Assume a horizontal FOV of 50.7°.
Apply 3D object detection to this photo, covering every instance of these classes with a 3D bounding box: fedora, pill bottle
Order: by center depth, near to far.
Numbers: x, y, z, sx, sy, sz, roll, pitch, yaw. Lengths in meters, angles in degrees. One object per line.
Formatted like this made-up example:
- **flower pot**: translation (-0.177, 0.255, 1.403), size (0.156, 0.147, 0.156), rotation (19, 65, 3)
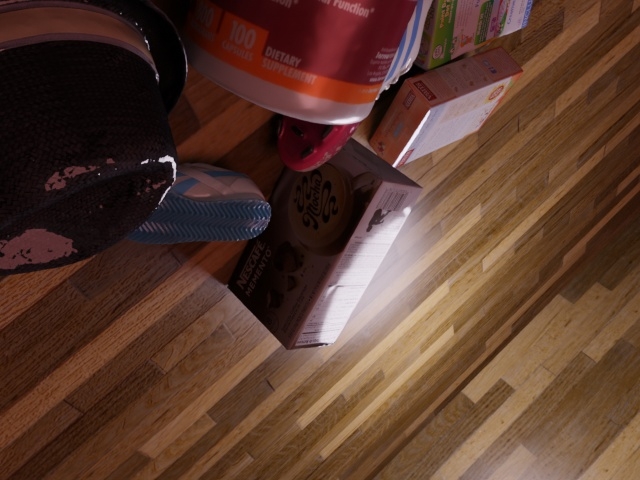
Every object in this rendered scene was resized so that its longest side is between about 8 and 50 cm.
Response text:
- **fedora**: translation (-0.252, -0.070, 0.595), size (0.334, 0.152, 0.334), rotation (-27, 161, -10)
- **pill bottle**: translation (0.019, -0.335, 0.666), size (0.224, 0.224, 0.392), rotation (-7, 128, -47)

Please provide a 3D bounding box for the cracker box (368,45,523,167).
- **cracker box**: translation (0.205, -0.219, 1.111), size (0.232, 0.067, 0.155), rotation (-27, 162, -33)

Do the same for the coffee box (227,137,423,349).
- **coffee box**: translation (0.000, 0.000, 1.036), size (0.119, 0.168, 0.297), rotation (3, 122, -51)

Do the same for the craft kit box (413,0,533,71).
- **craft kit box**: translation (0.245, -0.410, 1.018), size (0.247, 0.061, 0.249), rotation (-31, 143, -30)

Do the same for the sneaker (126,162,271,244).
- **sneaker**: translation (-0.181, -0.053, 0.848), size (0.229, 0.092, 0.087), rotation (6, 123, -30)

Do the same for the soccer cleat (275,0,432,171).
- **soccer cleat**: translation (0.065, -0.231, 0.925), size (0.143, 0.116, 0.331), rotation (10, 115, -53)
